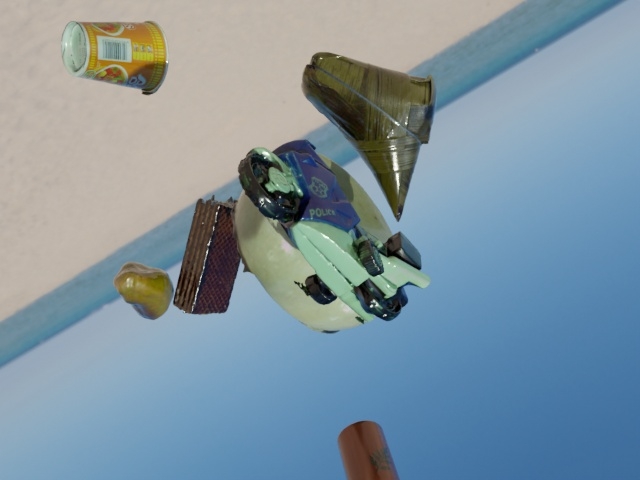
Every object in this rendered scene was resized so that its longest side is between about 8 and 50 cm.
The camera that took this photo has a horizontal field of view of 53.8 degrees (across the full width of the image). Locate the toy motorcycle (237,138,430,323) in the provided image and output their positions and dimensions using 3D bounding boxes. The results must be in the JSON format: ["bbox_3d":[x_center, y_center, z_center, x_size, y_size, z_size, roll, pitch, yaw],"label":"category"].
[{"bbox_3d":[0.011,-0.020,0.886,0.125,0.331,0.196,-35,-152,24],"label":"toy motorcycle"}]

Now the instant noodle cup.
[{"bbox_3d":[-0.459,-0.412,1.394,0.185,0.168,0.168,-9,168,-45],"label":"instant noodle cup"}]

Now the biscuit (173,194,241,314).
[{"bbox_3d":[-0.224,0.030,1.314,0.070,0.252,0.106,18,-175,35],"label":"biscuit"}]

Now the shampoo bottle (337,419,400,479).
[{"bbox_3d":[0.090,0.390,0.957,0.085,0.085,0.244,-30,-145,5],"label":"shampoo bottle"}]

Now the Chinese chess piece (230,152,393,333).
[{"bbox_3d":[0.000,0.000,1.176,0.146,0.349,0.349,-36,-179,29],"label":"Chinese chess piece"}]

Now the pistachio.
[{"bbox_3d":[-0.369,0.100,1.342,0.110,0.100,0.189,-10,150,1],"label":"pistachio"}]

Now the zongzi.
[{"bbox_3d":[0.081,-0.208,1.275,0.286,0.299,0.138,13,177,-6],"label":"zongzi"}]
